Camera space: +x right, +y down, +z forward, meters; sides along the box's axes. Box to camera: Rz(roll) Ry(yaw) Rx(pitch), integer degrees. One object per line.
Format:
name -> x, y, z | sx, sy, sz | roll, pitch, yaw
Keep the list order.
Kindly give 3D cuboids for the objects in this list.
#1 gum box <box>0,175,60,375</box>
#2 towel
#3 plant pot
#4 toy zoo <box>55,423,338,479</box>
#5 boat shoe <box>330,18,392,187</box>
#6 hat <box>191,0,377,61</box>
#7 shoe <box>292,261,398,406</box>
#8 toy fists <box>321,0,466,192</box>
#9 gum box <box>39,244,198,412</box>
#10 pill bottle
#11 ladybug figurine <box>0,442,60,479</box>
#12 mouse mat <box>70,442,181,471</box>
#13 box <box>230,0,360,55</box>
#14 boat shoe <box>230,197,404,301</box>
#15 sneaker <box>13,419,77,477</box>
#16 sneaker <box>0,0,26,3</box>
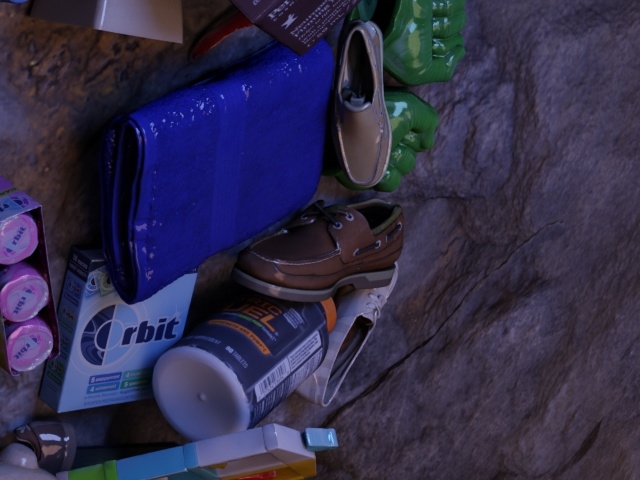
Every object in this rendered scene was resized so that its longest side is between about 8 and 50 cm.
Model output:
gum box -> -0.317, 0.033, 1.533 | 0.062, 0.107, 0.188 | -26, 131, -33
towel -> -0.113, -0.087, 1.676 | 0.308, 0.076, 0.227 | -30, 140, -42
plant pot -> -0.197, -0.247, 1.488 | 0.109, 0.109, 0.096 | 3, 99, -47
toy zoo -> -0.123, 0.256, 1.736 | 0.293, 0.030, 0.192 | -14, 160, 7
boat shoe -> 0.040, -0.148, 1.727 | 0.072, 0.068, 0.190 | -65, 150, -75
hat -> -0.036, -0.315, 1.671 | 0.208, 0.184, 0.173 | -73, 161, -55
shoe -> 0.041, 0.115, 1.994 | 0.219, 0.058, 0.076 | -56, 141, -2
toy fists -> 0.090, -0.186, 1.826 | 0.142, 0.096, 0.279 | 1, 112, -47
gum box -> -0.219, 0.092, 1.724 | 0.157, 0.041, 0.184 | -4, 116, -45
pill bottle -> -0.076, 0.128, 1.802 | 0.246, 0.130, 0.130 | -39, 141, -52
ladybug figurine -> -0.417, 0.400, 1.622 | 0.305, 0.162, 0.449 | 27, 94, -50
mouse mat -> -0.251, 0.312, 1.850 | 0.190, 0.007, 0.152 | 6, 105, -48
box -> -0.037, -0.302, 1.483 | 0.168, 0.167, 0.203 | -44, 170, 8
boat shoe -> 0.000, 0.000, 1.835 | 0.307, 0.111, 0.104 | -11, 123, -62
sneaker -> -0.327, 0.284, 1.733 | 0.071, 0.066, 0.188 | 8, 103, -31
sneaker -> -0.328, -0.224, 1.402 | 0.144, 0.053, 0.059 | 1, 113, -37
